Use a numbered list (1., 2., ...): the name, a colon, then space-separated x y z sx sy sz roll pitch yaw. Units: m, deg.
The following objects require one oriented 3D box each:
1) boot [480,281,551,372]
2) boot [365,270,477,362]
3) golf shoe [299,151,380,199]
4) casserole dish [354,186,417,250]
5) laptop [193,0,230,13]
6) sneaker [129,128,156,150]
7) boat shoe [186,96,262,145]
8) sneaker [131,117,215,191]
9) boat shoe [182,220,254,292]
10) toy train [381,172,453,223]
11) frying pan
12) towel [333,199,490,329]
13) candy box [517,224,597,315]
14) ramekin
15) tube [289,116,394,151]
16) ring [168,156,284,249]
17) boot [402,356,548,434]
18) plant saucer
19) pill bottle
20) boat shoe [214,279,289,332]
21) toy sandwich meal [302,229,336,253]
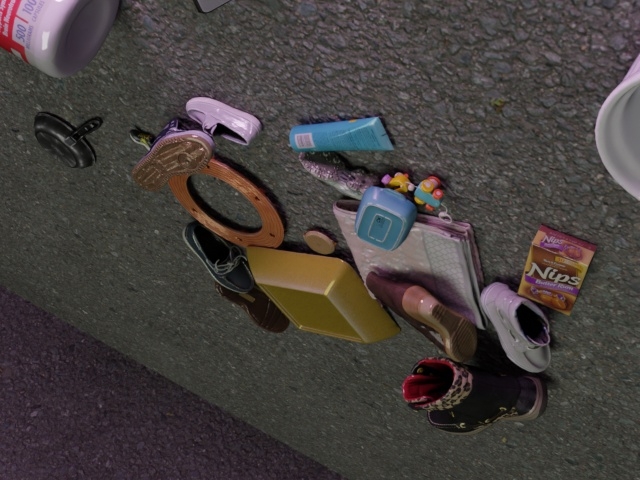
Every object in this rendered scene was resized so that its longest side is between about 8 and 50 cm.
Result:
1. boot: 0.432 0.201 1.723 0.258 0.095 0.123 49 174 -26
2. boot: 0.227 0.164 1.846 0.207 0.090 0.248 25 162 48
3. golf shoe: 0.032 -0.126 1.681 0.176 0.069 0.086 30 158 7
4. casserole dish: 0.124 -0.036 1.651 0.114 0.037 0.188 24 149 5
5. laptop: -0.011 -0.485 0.987 0.236 0.408 0.382 54 173 46
6. sneaker: -0.419 -0.245 1.994 0.083 0.031 0.035 34 139 -11
7. boat shoe: -0.213 -0.245 1.740 0.184 0.063 0.066 24 151 15
8. sneaker: -0.296 -0.210 1.804 0.099 0.153 0.282 46 142 -20
9. boat shoe: -0.264 0.046 2.230 0.254 0.095 0.079 52 159 -16
10. toy train: 0.185 -0.086 1.611 0.166 0.046 0.125 11 147 40
11. frying pan: -0.648 -0.250 2.202 0.326 0.053 0.197 14 148 37
12. towel: 0.203 0.055 1.807 0.317 0.053 0.331 14 146 32
13. candy box: 0.443 0.059 1.565 0.109 0.053 0.186 23 149 19
14. ramekin: 0.511 -0.156 1.065 0.277 0.135 0.277 24 150 15
15. tube: 0.037 -0.198 1.582 0.207 0.052 0.080 3 145 36
16. ring: -0.230 -0.096 2.032 0.337 0.032 0.336 24 151 14
17. boot: 0.318 0.377 2.002 0.284 0.138 0.377 17 157 -29
18. plant saucer: -0.007 0.155 2.119 0.333 0.081 0.332 7 149 39
19. pill bottle: -0.609 -0.500 1.564 0.408 0.229 0.229 31 152 3
20. boat shoe: -0.193 0.164 2.371 0.257 0.095 0.095 42 -175 -22
21. toy sandwich meal: 0.000 0.000 1.953 0.086 0.029 0.085 21 146 15
